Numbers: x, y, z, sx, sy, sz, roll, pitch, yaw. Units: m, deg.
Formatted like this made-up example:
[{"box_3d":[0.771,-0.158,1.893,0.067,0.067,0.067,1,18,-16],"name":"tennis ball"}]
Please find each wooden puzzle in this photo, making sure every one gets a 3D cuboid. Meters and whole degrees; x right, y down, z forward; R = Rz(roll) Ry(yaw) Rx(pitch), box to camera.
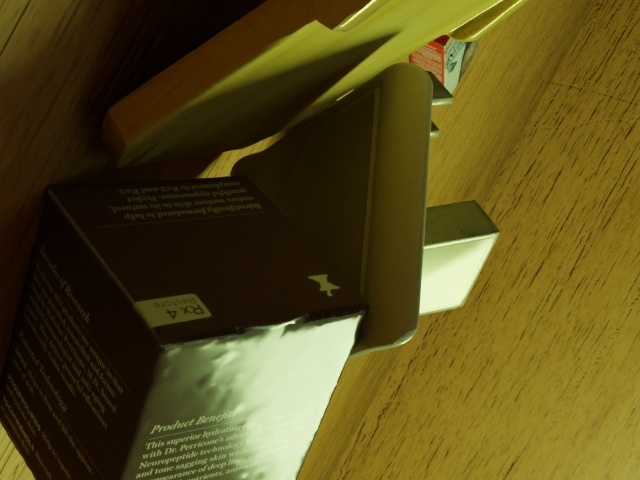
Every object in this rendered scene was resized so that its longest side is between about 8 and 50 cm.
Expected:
[{"box_3d":[0.000,0.000,0.898,0.239,0.044,0.221,-22,-125,49],"name":"wooden puzzle"}]

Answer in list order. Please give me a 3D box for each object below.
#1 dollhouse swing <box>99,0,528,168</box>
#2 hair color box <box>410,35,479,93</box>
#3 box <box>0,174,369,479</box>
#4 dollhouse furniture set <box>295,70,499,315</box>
[{"box_3d":[-0.010,-0.245,0.817,0.347,0.305,0.315,-23,99,-68],"name":"dollhouse swing"},{"box_3d":[0.153,-0.246,1.417,0.093,0.053,0.167,-59,168,-11],"name":"hair color box"},{"box_3d":[-0.104,0.085,0.808,0.168,0.167,0.203,-6,129,-39],"name":"box"},{"box_3d":[0.021,-0.045,1.060,0.161,0.242,0.212,-9,138,-30],"name":"dollhouse furniture set"}]
